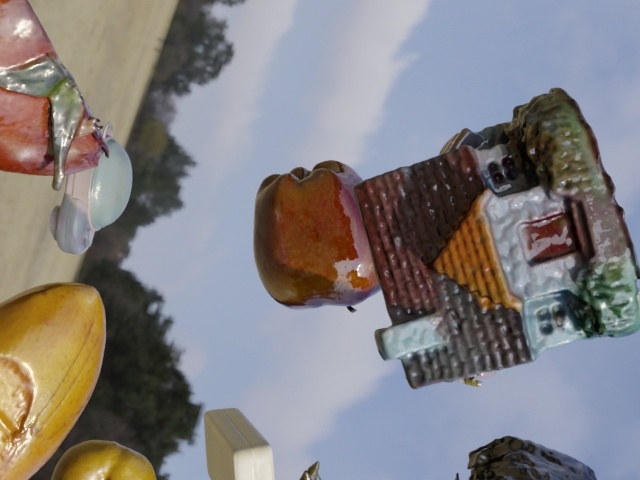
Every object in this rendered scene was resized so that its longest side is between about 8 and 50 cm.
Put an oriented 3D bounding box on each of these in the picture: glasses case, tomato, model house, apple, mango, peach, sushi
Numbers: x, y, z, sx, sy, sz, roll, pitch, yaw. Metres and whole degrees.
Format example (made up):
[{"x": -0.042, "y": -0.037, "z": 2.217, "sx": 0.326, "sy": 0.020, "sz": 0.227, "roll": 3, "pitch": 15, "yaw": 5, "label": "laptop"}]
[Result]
[{"x": -0.146, "y": 0.391, "z": 1.976, "sx": 0.313, "sy": 0.070, "sz": 0.131, "roll": -166, "pitch": -109, "yaw": -75, "label": "glasses case"}, {"x": -0.356, "y": -0.179, "z": 1.146, "sx": 0.309, "sy": 0.170, "sz": 0.309, "roll": 57, "pitch": -15, "yaw": 24, "label": "tomato"}, {"x": 0.215, "y": 0.007, "z": 1.574, "sx": 0.297, "sy": 0.339, "sz": 0.360, "roll": 146, "pitch": -72, "yaw": -83, "label": "model house"}, {"x": 0.000, "y": 0.000, "z": 2.287, "sx": 0.288, "sy": 0.288, "sz": 0.316, "roll": -170, "pitch": -118, "yaw": -77, "label": "apple"}, {"x": -0.298, "y": 0.142, "z": 1.063, "sx": 0.252, "sy": 0.154, "sz": 0.126, "roll": -53, "pitch": -142, "yaw": -4, "label": "mango"}, {"x": -0.363, "y": 0.420, "z": 1.861, "sx": 0.103, "sy": 0.179, "sz": 0.179, "roll": 168, "pitch": -60, "yaw": -82, "label": "peach"}, {"x": 0.333, "y": 0.496, "z": 1.801, "sx": 0.294, "sy": 0.281, "sz": 0.299, "roll": -46, "pitch": 131, "yaw": -72, "label": "sushi"}]

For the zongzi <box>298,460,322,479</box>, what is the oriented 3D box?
[{"x": -0.007, "y": 0.329, "z": 1.299, "sx": 0.260, "sy": 0.123, "sz": 0.289, "roll": -104, "pitch": -176, "yaw": -72, "label": "zongzi"}]

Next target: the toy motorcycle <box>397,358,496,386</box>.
[{"x": 0.244, "y": 0.226, "z": 2.121, "sx": 0.152, "sy": 0.225, "sz": 0.073, "roll": -12, "pitch": -116, "yaw": 51, "label": "toy motorcycle"}]

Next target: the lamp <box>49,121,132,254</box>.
[{"x": -0.412, "y": -0.086, "z": 2.059, "sx": 0.179, "sy": 0.108, "sz": 0.246, "roll": 85, "pitch": 21, "yaw": -63, "label": "lamp"}]
